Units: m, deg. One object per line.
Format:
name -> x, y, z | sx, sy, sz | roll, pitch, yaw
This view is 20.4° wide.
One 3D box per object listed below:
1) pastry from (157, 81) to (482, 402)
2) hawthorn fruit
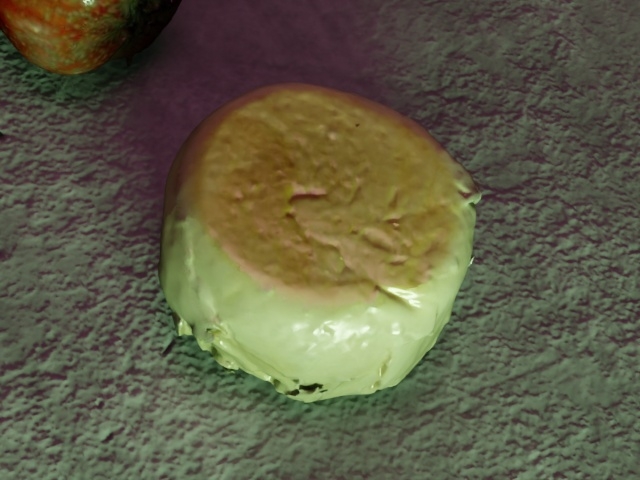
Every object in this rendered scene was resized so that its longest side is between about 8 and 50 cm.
pastry -> -0.002, 0.000, 1.387 | 0.265, 0.133, 0.264 | 5, 54, -8
hawthorn fruit -> -0.230, -0.248, 1.501 | 0.235, 0.181, 0.181 | 34, 55, 14
